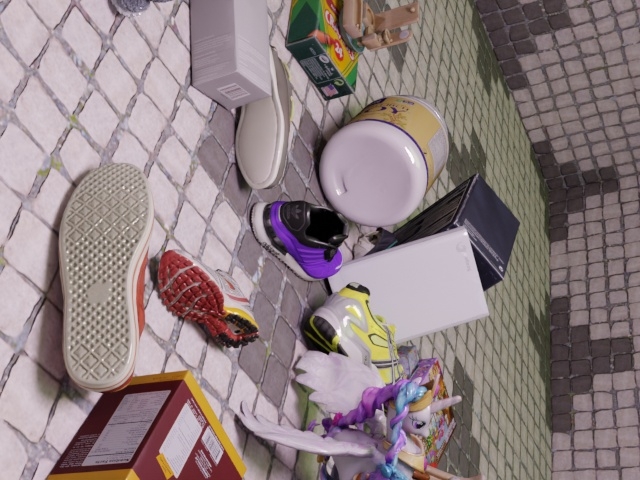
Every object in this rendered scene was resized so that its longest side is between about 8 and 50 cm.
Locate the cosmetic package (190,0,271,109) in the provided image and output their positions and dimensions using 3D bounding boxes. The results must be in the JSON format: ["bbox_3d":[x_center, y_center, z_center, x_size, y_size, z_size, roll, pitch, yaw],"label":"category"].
[{"bbox_3d":[-0.161,-0.374,1.556,0.127,0.107,0.237,27,53,-59],"label":"cosmetic package"}]

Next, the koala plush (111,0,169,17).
[{"bbox_3d":[-0.244,-0.454,1.335,0.203,0.196,0.221,33,51,-42],"label":"koala plush"}]

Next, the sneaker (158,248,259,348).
[{"bbox_3d":[-0.182,0.083,1.371,0.225,0.088,0.092,52,16,-44],"label":"sneaker"}]

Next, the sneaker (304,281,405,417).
[{"bbox_3d":[0.117,0.245,1.784,0.147,0.145,0.384,-49,133,-20],"label":"sneaker"}]

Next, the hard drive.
[{"bbox_3d":[0.186,0.111,1.854,0.040,0.308,0.203,-104,177,-77],"label":"hard drive"}]

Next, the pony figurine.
[{"bbox_3d":[0.066,0.361,1.521,0.303,0.351,0.363,-42,137,-57],"label":"pony figurine"}]

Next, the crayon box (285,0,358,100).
[{"bbox_3d":[0.015,-0.510,1.996,0.202,0.081,0.318,47,40,-48],"label":"crayon box"}]

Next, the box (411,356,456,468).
[{"bbox_3d":[0.253,0.439,2.135,0.293,0.057,0.200,-39,115,-62],"label":"box"}]

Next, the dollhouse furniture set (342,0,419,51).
[{"bbox_3d":[0.140,-0.511,1.960,0.151,0.123,0.144,42,44,-52],"label":"dollhouse furniture set"}]

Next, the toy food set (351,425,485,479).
[{"bbox_3d":[0.180,0.510,1.744,0.219,0.306,0.092,-72,-175,-47],"label":"toy food set"}]

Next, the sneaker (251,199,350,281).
[{"bbox_3d":[0.000,0.001,1.682,0.293,0.146,0.102,34,50,-56],"label":"sneaker"}]

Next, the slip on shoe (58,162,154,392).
[{"bbox_3d":[-0.281,0.046,1.150,0.101,0.123,0.331,101,-13,-64],"label":"slip on shoe"}]

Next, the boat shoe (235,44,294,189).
[{"bbox_3d":[-0.097,-0.230,1.619,0.091,0.109,0.304,25,54,-54],"label":"boat shoe"}]

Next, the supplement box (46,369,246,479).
[{"bbox_3d":[-0.219,0.309,1.126,0.191,0.129,0.194,66,28,-26],"label":"supplement box"}]

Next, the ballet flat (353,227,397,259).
[{"bbox_3d":[0.114,0.024,2.015,0.203,0.074,0.074,-44,120,-53],"label":"ballet flat"}]

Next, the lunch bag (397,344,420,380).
[{"bbox_3d":[0.211,0.304,2.109,0.071,0.053,0.083,-33,119,-62],"label":"lunch bag"}]

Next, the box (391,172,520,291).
[{"bbox_3d":[0.293,0.033,2.057,0.182,0.296,0.294,48,33,-9],"label":"box"}]

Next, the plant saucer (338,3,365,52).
[{"bbox_3d":[0.069,-0.483,1.974,0.119,0.021,0.119,34,51,-57],"label":"plant saucer"}]

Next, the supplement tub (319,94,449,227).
[{"bbox_3d":[0.157,-0.193,1.977,0.331,0.241,0.241,-50,125,-59],"label":"supplement tub"}]
